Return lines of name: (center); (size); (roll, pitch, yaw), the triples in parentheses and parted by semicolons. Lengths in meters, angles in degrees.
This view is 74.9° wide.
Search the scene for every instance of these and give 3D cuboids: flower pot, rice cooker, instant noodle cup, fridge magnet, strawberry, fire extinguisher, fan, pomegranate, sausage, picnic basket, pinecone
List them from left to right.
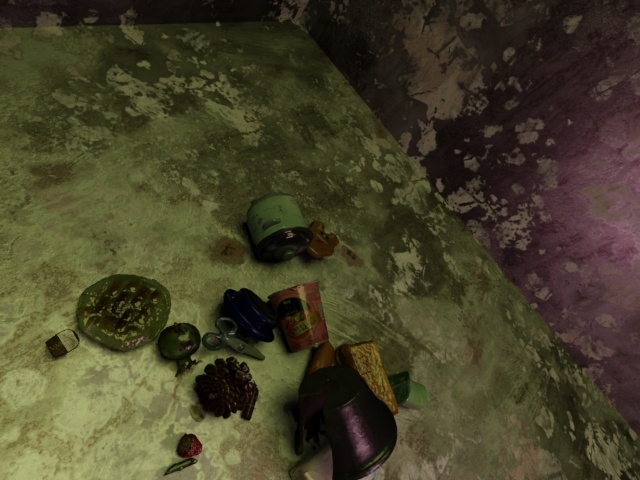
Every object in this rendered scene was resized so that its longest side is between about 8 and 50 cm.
picnic basket: (-0.796, 0.317, 1.296); (0.083, 0.072, 0.072); (-33, 83, -31)
pomegranate: (-0.479, 0.367, 1.448); (0.148, 0.148, 0.169); (-31, 88, -44)
strawberry: (-0.418, 0.664, 1.346); (0.083, 0.074, 0.073); (56, 31, -46)
fan: (-0.409, 0.590, 1.436); (0.080, 0.003, 0.060); (4, 60, -34)
pinecone: (-0.321, 0.493, 1.439); (0.208, 0.208, 0.207); (18, 52, -25)
fridge magnet: (-0.263, 0.280, 1.601); (0.113, 0.265, 0.265); (-42, 89, -1)
fire extinguisher: (-0.251, 0.585, 1.528); (0.056, 0.039, 0.132); (57, 34, -39)
rice cooker: (-0.182, -0.047, 1.856); (0.316, 0.264, 0.316); (-24, 90, -86)
instant noodle cup: (-0.076, 0.316, 1.725); (0.244, 0.244, 0.254); (-9, 74, -39)
sausage: (-0.003, 0.521, 1.714); (0.098, 0.098, 0.238); (35, 48, -11)
flower pot: (0.067, 0.594, 1.469); (0.379, 0.380, 0.251); (-38, 121, -45)

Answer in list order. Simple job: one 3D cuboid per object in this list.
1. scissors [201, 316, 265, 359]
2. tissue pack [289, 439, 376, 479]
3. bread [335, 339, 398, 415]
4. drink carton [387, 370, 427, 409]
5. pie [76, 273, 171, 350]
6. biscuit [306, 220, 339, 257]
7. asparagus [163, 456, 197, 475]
scissors: (-0.306, 0.386, 1.556); (0.138, 0.041, 0.289); (-52, 127, -6)
tissue pack: (0.052, 0.842, 1.516); (0.271, 0.124, 0.201); (-21, 71, -42)
bread: (0.185, 0.594, 1.762); (0.195, 0.149, 0.343); (-4, 64, -24)
drink carton: (0.390, 0.682, 1.860); (0.142, 0.146, 0.144); (31, 47, -26)
pie: (-0.668, 0.238, 1.434); (0.307, 0.071, 0.306); (16, 50, -19)
biscuit: (0.002, -0.002, 2.044); (0.186, 0.044, 0.295); (38, 27, -6)
asparagus: (-0.442, 0.711, 1.314); (0.108, 0.025, 0.021); (-8, 24, -37)
